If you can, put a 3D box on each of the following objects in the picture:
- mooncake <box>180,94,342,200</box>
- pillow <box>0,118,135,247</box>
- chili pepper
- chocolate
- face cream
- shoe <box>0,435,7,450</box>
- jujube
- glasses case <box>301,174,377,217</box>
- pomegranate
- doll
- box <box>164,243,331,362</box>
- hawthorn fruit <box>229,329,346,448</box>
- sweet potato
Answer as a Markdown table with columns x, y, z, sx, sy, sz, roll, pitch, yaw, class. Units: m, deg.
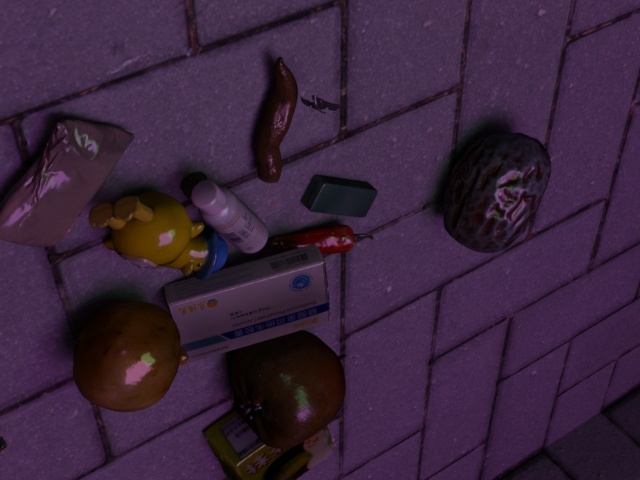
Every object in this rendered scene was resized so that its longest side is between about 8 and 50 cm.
| x | y | z | sx | sy | sz | roll | pitch | yaw | class |
| --- | --- | --- | --- | --- | --- | --- | --- | --- | --- |
| -0.122 | -0.186 | 1.883 | 0.347 | 0.057 | 0.150 | -40 | 152 | 30 | mooncake |
| -0.456 | -0.101 | 1.692 | 0.270 | 0.067 | 0.173 | -53 | 148 | 11 | pillow |
| 0.000 | 0.000 | 2.217 | 0.272 | 0.063 | 0.071 | -6 | 131 | -25 | chili pepper |
| -0.118 | 0.524 | 2.536 | 0.301 | 0.137 | 0.289 | -34 | 141 | -15 | chocolate |
| -0.183 | -0.048 | 1.942 | 0.082 | 0.082 | 0.269 | -45 | 156 | 0 | face cream |
| -0.709 | 0.377 | 1.878 | 0.098 | 0.103 | 0.275 | -39 | 149 | -10 | shoe |
| 0.441 | -0.127 | 2.389 | 0.246 | 0.215 | 0.308 | -10 | 129 | -39 | jujube |
| 0.045 | -0.098 | 2.187 | 0.184 | 0.039 | 0.078 | 5 | 120 | -45 | glasses case |
| -0.386 | 0.228 | 1.947 | 0.233 | 0.233 | 0.233 | -25 | 139 | -24 | pomegranate |
| -0.309 | -0.005 | 1.884 | 0.199 | 0.145 | 0.363 | -10 | 159 | 19 | doll |
| -0.153 | 0.139 | 2.122 | 0.343 | 0.065 | 0.200 | -16 | 135 | -9 | box |
| -0.061 | 0.342 | 2.334 | 0.300 | 0.268 | 0.268 | -22 | 137 | -33 | hawthorn fruit |
| -0.087 | -0.242 | 1.913 | 0.067 | 0.059 | 0.281 | -5 | 128 | -26 | sweet potato |
